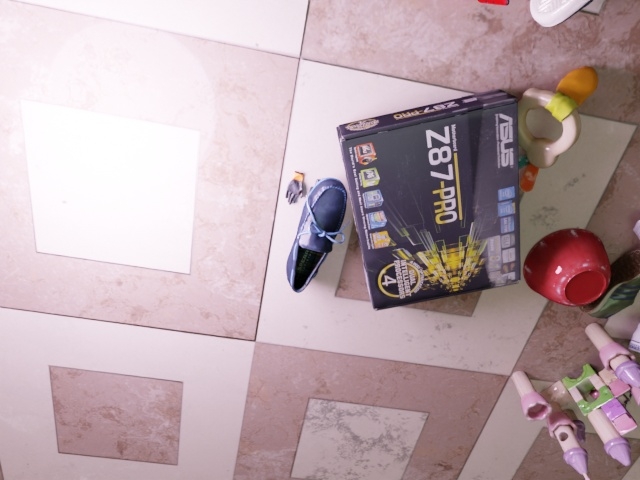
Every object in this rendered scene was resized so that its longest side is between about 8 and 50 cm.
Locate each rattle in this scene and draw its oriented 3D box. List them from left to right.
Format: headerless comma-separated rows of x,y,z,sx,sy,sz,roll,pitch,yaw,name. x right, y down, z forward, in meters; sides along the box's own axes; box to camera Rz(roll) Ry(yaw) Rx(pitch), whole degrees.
0.436,-0.210,0.902,0.130,0.143,0.200,14,140,28,rattle

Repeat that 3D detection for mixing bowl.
0.549,0.076,1.020,0.181,0.098,0.182,0,119,-1,mixing bowl

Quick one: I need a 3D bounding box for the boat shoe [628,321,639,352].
0.856,0.253,1.127,0.258,0.095,0.084,16,90,-23,boat shoe

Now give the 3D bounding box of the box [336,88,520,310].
0.223,-0.065,0.939,0.318,0.097,0.395,-12,118,2,box

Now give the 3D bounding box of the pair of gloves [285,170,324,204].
-0.028,-0.099,0.963,0.083,0.010,0.074,15,117,-8,pair of gloves

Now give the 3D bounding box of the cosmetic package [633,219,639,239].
0.788,-0.041,0.956,0.238,0.099,0.060,-25,154,12,cosmetic package

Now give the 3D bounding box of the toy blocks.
0.683,0.419,1.116,0.309,0.260,0.288,41,110,-20,toy blocks

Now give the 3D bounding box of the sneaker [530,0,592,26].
0.494,-0.464,0.718,0.148,0.131,0.350,17,130,-36,sneaker

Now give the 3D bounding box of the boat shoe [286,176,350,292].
0.000,0.000,0.967,0.108,0.089,0.258,9,121,-11,boat shoe

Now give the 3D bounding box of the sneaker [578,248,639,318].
0.682,0.105,1.063,0.086,0.064,0.192,27,115,-24,sneaker

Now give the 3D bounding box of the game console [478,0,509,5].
0.267,-0.438,0.709,0.085,0.144,0.124,26,115,-15,game console
